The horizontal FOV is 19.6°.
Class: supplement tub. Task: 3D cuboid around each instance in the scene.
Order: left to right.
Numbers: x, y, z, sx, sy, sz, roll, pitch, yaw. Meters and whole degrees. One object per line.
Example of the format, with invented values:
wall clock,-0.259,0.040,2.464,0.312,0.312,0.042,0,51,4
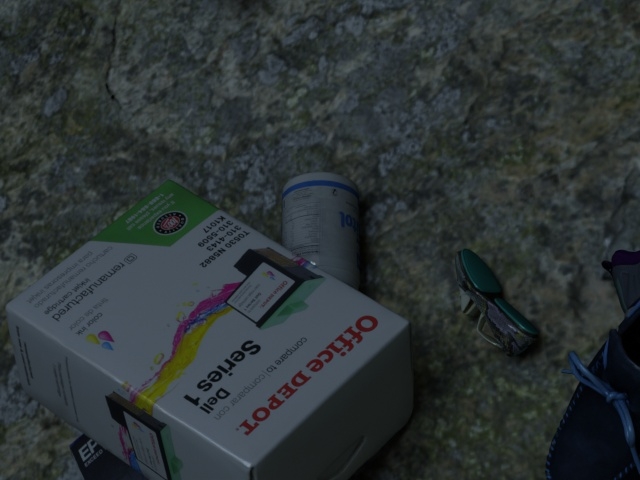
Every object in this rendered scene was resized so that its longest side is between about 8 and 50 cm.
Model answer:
supplement tub,0.000,0.000,1.632,0.071,0.071,0.107,-15,61,27

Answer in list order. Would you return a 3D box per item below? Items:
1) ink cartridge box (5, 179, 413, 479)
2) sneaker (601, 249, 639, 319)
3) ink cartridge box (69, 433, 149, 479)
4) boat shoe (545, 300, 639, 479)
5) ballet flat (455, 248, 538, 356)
ink cartridge box,-0.088,0.098,1.530,0.278,0.117,0.201,30,53,29
sneaker,0.317,-0.013,1.425,0.223,0.083,0.098,-34,48,16
ink cartridge box,-0.113,0.210,1.608,0.165,0.065,0.333,-41,50,10
boat shoe,0.236,0.085,1.358,0.109,0.089,0.258,34,105,27
ballet flat,0.137,0.055,1.537,0.041,0.041,0.114,-43,50,8
